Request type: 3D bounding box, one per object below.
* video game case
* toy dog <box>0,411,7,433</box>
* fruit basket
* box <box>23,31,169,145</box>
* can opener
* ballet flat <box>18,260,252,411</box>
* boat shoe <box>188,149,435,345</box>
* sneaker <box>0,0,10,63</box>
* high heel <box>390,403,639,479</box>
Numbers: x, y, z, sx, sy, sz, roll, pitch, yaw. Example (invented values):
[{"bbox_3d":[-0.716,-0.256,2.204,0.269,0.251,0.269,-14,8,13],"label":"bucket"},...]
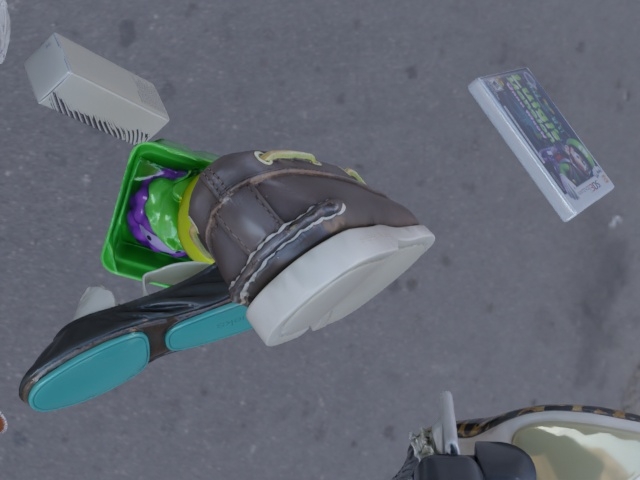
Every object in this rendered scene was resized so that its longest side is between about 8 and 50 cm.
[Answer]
[{"bbox_3d":[0.266,-0.120,1.121,0.190,0.022,0.173,55,33,7],"label":"video game case"},{"bbox_3d":[-0.501,0.250,1.151,0.220,0.161,0.334,-16,133,-31],"label":"toy dog"},{"bbox_3d":[-0.156,-0.015,1.549,0.392,0.392,0.283,0,119,-43],"label":"fruit basket"},{"bbox_3d":[-0.421,-0.281,1.803,0.094,0.113,0.275,-38,150,19],"label":"box"},{"bbox_3d":[0.098,0.175,0.611,0.280,0.093,0.074,-54,143,-76],"label":"can opener"},{"bbox_3d":[-0.182,0.084,0.968,0.280,0.096,0.095,-19,144,-28],"label":"ballet flat"},{"bbox_3d":[0.000,0.000,0.651,0.116,0.097,0.324,-41,171,10],"label":"boat shoe"},{"bbox_3d":[-0.576,-0.327,1.608,0.152,0.114,0.305,87,1,-50],"label":"sneaker"},{"bbox_3d":[0.192,0.183,0.848,0.186,0.261,0.093,-7,81,-71],"label":"high heel"}]
